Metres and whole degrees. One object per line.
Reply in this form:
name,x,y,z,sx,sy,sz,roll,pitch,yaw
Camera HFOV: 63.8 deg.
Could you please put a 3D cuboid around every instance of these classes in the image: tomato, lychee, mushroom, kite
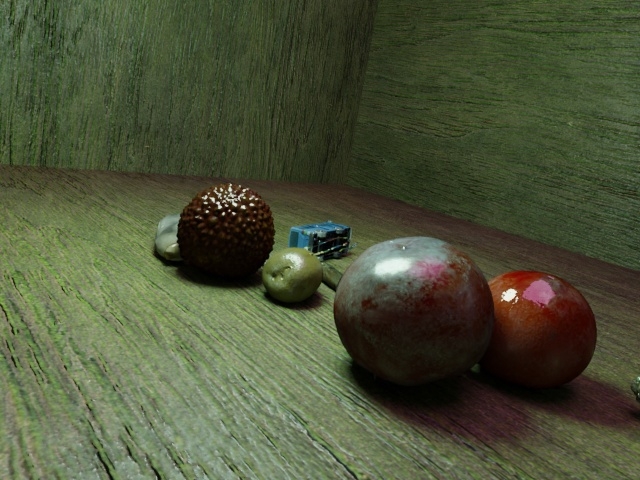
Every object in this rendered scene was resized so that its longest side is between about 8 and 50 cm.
tomato,0.185,0.141,1.036,0.317,0.282,0.316,-7,17,2
lychee,-0.259,-0.022,1.439,0.276,0.304,0.275,11,46,-12
mushroom,-0.459,-0.011,1.610,0.109,0.097,0.351,4,18,-13
kite,-0.039,0.039,1.631,0.310,0.015,0.169,-20,26,-23
tomato,0.451,0.184,1.114,0.265,0.264,0.265,9,13,-2

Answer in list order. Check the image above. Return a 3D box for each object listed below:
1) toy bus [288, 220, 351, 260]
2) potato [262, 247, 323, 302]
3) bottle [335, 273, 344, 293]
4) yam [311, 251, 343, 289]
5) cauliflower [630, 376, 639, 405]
toy bus,0.000,0.000,1.845,0.134,0.116,0.234,15,15,35
potato,-0.062,0.093,1.384,0.157,0.157,0.194,16,1,26
bottle,0.212,0.141,1.333,0.336,0.144,0.144,1,16,-34
yam,0.025,0.103,1.554,0.061,0.061,0.274,2,16,-30
cauliflower,0.750,0.262,0.974,0.257,0.239,0.315,14,57,9
